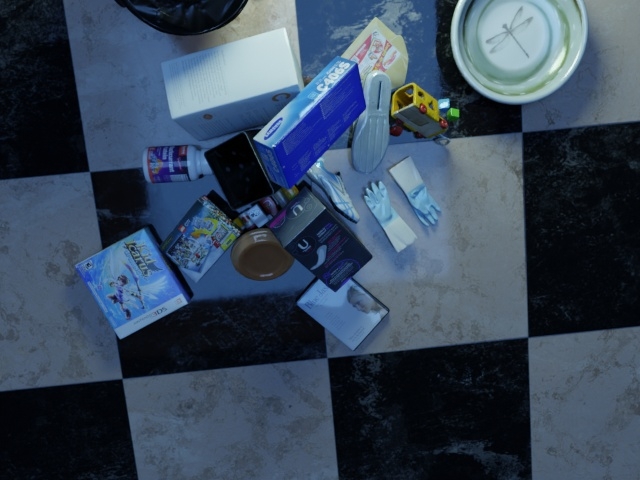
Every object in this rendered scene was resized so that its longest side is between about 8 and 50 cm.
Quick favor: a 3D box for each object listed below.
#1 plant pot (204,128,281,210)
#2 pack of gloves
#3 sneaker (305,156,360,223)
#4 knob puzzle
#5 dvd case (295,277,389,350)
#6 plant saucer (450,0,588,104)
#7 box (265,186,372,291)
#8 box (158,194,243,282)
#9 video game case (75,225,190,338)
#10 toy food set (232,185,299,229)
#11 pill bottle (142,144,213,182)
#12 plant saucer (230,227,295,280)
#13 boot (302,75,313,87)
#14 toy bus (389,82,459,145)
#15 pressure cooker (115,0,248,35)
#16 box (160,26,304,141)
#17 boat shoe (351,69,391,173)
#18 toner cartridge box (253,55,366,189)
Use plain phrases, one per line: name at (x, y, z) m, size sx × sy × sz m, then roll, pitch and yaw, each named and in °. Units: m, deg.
plant pot at (-0.187, -0.219, 1.673) m, size 0.188 × 0.167 × 0.188 m, roll -17°, pitch 102°, yaw 40°
pack of gloves at (0.252, -0.112, 1.804) m, size 0.195 × 0.046 × 0.232 m, roll -35°, pitch 103°, yaw -8°
sneaker at (0.050, -0.151, 1.759) m, size 0.086 × 0.085 × 0.237 m, roll -40°, pitch 102°, yaw -3°
knob puzzle at (0.174, -0.530, 1.722) m, size 0.213 × 0.030 × 0.213 m, roll -1°, pitch 110°, yaw -3°
dvd case at (0.071, 0.210, 1.851) m, size 0.253 × 0.022 × 0.180 m, roll 40°, pitch 96°, yaw -8°
plant saucer at (0.569, -0.600, 1.695) m, size 0.400 × 0.100 × 0.401 m, roll 0°, pitch 100°, yaw -2°
box at (0.000, 0.000, 1.691) m, size 0.165 × 0.143 × 0.270 m, roll -43°, pitch 132°, yaw 3°
box at (-0.360, -0.002, 1.734) m, size 0.159 × 0.044 × 0.233 m, roll 44°, pitch 118°, yaw -4°
video game case at (-0.575, 0.131, 1.788) m, size 0.244 × 0.061 × 0.270 m, roll -28°, pitch 100°, yaw 1°
toy food set at (-0.154, -0.076, 1.745) m, size 0.232 × 0.111 × 0.105 m, roll -35°, pitch 100°, yaw 4°
pill bottle at (-0.416, -0.227, 1.709) m, size 0.193 × 0.108 × 0.108 m, roll -4°, pitch 100°, yaw -2°
plant saucer at (-0.172, 0.052, 1.760) m, size 0.199 × 0.037 × 0.200 m, roll -6°, pitch 129°, yaw -7°
boot at (-0.083, -0.444, 1.726) m, size 0.106 × 0.037 × 0.114 m, roll 23°, pitch 103°, yaw -4°
toy bus at (0.303, -0.381, 1.715) m, size 0.190 × 0.202 × 0.105 m, roll 4°, pitch 69°, yaw 3°
pressure cooker at (-0.367, -0.755, 1.481) m, size 0.369 × 0.420 × 0.376 m, roll -2°, pitch 124°, yaw -21°
box at (-0.225, -0.420, 1.596) m, size 0.345 × 0.215 × 0.168 m, roll -13°, pitch 82°, yaw 5°
boat shoe at (0.150, -0.351, 1.721) m, size 0.109 × 0.094 × 0.303 m, roll 5°, pitch 108°, yaw -15°
toner cartridge box at (-0.019, -0.315, 1.543) m, size 0.075 × 0.165 × 0.348 m, roll 29°, pitch 66°, yaw 31°
